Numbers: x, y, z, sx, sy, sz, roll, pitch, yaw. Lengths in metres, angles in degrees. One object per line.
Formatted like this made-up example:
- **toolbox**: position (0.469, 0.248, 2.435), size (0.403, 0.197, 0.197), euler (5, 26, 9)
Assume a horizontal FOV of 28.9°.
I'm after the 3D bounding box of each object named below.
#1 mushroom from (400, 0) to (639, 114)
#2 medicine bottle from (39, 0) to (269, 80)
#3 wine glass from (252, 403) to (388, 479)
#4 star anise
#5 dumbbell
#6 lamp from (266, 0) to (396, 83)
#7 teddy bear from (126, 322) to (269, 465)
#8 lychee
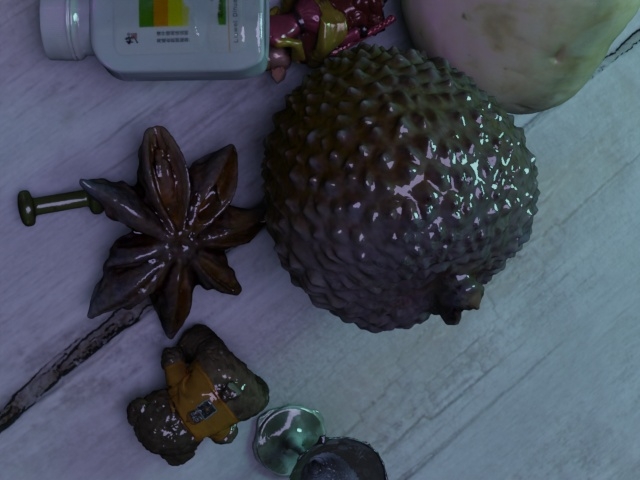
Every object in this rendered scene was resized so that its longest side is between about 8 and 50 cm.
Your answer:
- **mushroom**: position (0.303, -0.350, 1.752), size (0.353, 0.325, 0.353), euler (-9, 113, -21)
- **medicine bottle**: position (-0.218, -0.297, 1.662), size (0.296, 0.111, 0.161), euler (1, 84, 3)
- **wine glass**: position (-0.012, 0.321, 1.798), size (0.156, 0.232, 0.156), euler (-3, 100, -18)
- **star anise**: position (-0.217, -0.005, 1.739), size (0.315, 0.108, 0.315), euler (-10, 116, -22)
- **dumbbell**: position (-0.360, -0.053, 1.727), size (0.117, 0.052, 0.046), euler (-11, 146, -17)
- **lamp**: position (-0.027, -0.295, 1.772), size (0.253, 0.118, 0.118), euler (-30, 106, -8)
- **teddy bear**: position (-0.180, 0.236, 1.789), size (0.190, 0.140, 0.177), euler (-38, 110, -1)
- **lychee**: position (0.094, -0.072, 1.692), size (0.380, 0.380, 0.432), euler (-25, 64, -13)
